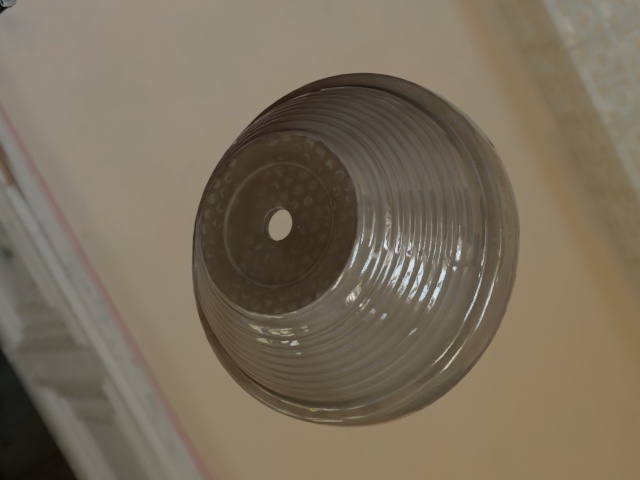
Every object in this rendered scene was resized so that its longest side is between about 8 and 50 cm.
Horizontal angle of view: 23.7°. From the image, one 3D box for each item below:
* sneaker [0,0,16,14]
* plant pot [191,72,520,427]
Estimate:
[{"bbox_3d":[-0.321,-0.293,1.545,0.105,0.115,0.281,-6,150,-40],"label":"sneaker"},{"bbox_3d":[0.000,0.000,0.984,0.237,0.237,0.109,-24,161,24],"label":"plant pot"}]
